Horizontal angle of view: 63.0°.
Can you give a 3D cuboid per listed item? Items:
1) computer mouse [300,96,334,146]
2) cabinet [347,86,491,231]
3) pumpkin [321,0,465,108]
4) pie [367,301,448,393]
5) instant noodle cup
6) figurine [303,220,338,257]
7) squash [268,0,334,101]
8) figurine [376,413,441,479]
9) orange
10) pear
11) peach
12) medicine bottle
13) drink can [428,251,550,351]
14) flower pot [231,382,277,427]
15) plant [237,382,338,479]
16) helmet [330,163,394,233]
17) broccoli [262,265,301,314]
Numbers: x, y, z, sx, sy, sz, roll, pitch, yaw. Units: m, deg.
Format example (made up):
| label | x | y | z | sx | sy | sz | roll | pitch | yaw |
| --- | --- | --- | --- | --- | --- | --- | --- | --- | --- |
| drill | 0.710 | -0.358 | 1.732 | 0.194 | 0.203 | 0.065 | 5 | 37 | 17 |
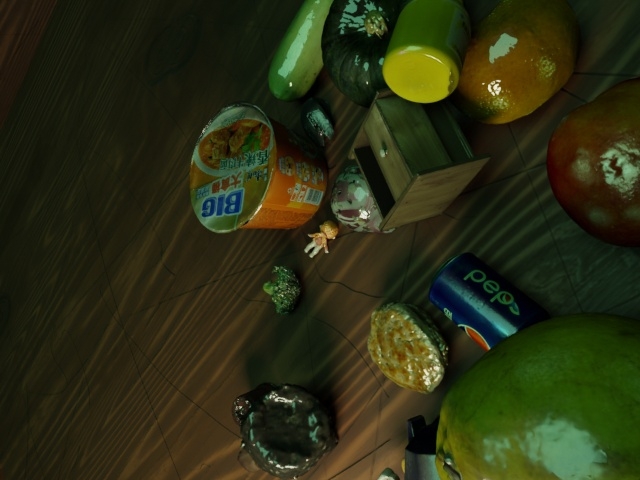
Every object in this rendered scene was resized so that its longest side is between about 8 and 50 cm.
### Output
| label | x | y | z | sx | sy | sz | roll | pitch | yaw |
| --- | --- | --- | --- | --- | --- | --- | --- | --- | --- |
| computer mouse | -0.012 | -0.287 | 1.240 | 0.079 | 0.047 | 0.135 | -37 | 64 | 31 |
| cabinet | 0.161 | -0.149 | 0.940 | 0.215 | 0.148 | 0.175 | 116 | 135 | -64 |
| pumpkin | 0.135 | -0.405 | 1.031 | 0.300 | 0.207 | 0.300 | 1 | 92 | 38 |
| pie | 0.166 | 0.205 | 1.006 | 0.193 | 0.079 | 0.163 | 53 | 126 | 31 |
| instant noodle cup | -0.134 | -0.147 | 1.211 | 0.296 | 0.214 | 0.296 | -7 | 79 | 38 |
| figurine | 0.000 | 0.000 | 1.194 | 0.064 | 0.047 | 0.109 | 43 | 121 | 4 |
| squash | -0.010 | -0.499 | 1.228 | 0.118 | 0.118 | 0.370 | 37 | 104 | 36 |
| figurine | 0.227 | 0.439 | 0.881 | 0.308 | 0.143 | 0.308 | -1 | 87 | 21 |
| orange | 0.324 | -0.299 | 0.884 | 0.237 | 0.179 | 0.158 | -36 | 21 | 27 |
| pear | 0.360 | 0.258 | 0.667 | 0.413 | 0.352 | 0.352 | 2 | 84 | 6 |
| peach | 0.452 | -0.106 | 0.734 | 0.243 | 0.199 | 0.243 | -9 | 75 | 37 |
| medicine bottle | 0.182 | -0.338 | 0.837 | 0.122 | 0.122 | 0.212 | 0 | 61 | 39 |
| drink can | 0.289 | 0.117 | 0.891 | 0.205 | 0.118 | 0.118 | 42 | 110 | 35 |
| flower pot | -0.155 | 0.395 | 1.232 | 0.111 | 0.089 | 0.111 | -7 | 80 | 39 |
| plant | -0.069 | 0.404 | 1.092 | 0.178 | 0.204 | 0.234 | 39 | 153 | 19 |
| helmet | 0.083 | -0.093 | 1.097 | 0.177 | 0.107 | 0.153 | 6 | 90 | 39 |
| broccoli | -0.090 | 0.118 | 1.230 | 0.092 | 0.097 | 0.095 | 8 | 58 | 34 |
